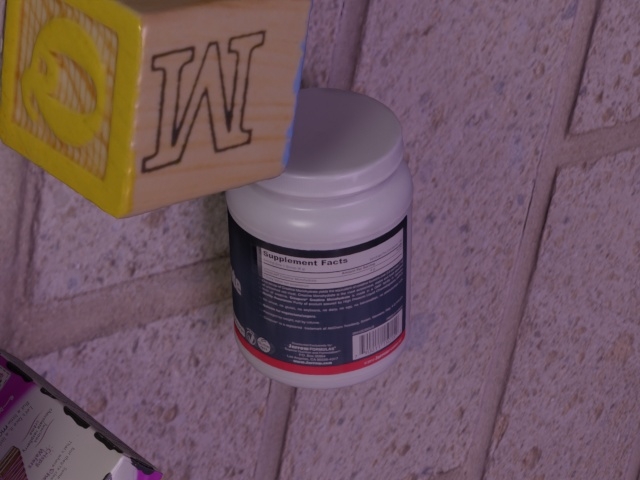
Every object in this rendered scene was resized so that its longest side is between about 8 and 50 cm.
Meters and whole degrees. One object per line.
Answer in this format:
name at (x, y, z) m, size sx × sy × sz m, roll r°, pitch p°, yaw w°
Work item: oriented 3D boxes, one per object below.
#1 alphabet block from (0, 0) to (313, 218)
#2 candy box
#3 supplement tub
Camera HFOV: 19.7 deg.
alphabet block at (-0.149, -0.155, 1.635) m, size 0.197 × 0.192 × 0.193 m, roll -18°, pitch 126°, yaw -42°
candy box at (-0.277, 0.216, 1.714) m, size 0.159 × 0.233 × 0.071 m, roll -56°, pitch 143°, yaw -2°
supplement tub at (0.000, 0.000, 1.908) m, size 0.191 × 0.191 × 0.272 m, roll -29°, pitch 134°, yaw -33°
